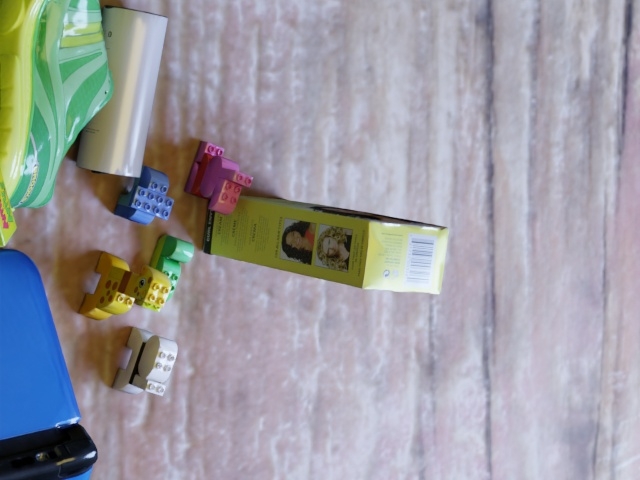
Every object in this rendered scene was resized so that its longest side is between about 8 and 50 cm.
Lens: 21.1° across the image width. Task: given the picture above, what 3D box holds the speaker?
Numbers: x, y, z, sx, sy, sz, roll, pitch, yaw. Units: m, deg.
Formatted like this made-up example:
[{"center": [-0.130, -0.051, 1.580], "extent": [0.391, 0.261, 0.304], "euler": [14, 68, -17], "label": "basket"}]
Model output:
[{"center": [-0.163, -0.121, 1.402], "extent": [0.055, 0.055, 0.136], "euler": [8, 94, -37], "label": "speaker"}]

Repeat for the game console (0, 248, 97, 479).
[{"center": [-0.344, 0.170, 1.344], "extent": [0.293, 0.173, 0.250], "euler": [-10, 135, -34], "label": "game console"}]

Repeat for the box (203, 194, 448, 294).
[{"center": [0.000, 0.000, 1.433], "extent": [0.087, 0.232, 0.058], "euler": [5, 93, -38], "label": "box"}]

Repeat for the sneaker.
[{"center": [-0.220, -0.163, 1.340], "extent": [0.123, 0.109, 0.295], "euler": [31, 74, -64], "label": "sneaker"}]

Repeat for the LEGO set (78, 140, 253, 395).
[{"center": [-0.131, 0.021, 1.428], "extent": [0.087, 0.093, 0.227], "euler": [21, 86, -37], "label": "LEGO set"}]

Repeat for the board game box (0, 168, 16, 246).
[{"center": [-0.323, -0.030, 1.245], "extent": [0.181, 0.043, 0.092], "euler": [-9, 108, 6], "label": "board game box"}]
